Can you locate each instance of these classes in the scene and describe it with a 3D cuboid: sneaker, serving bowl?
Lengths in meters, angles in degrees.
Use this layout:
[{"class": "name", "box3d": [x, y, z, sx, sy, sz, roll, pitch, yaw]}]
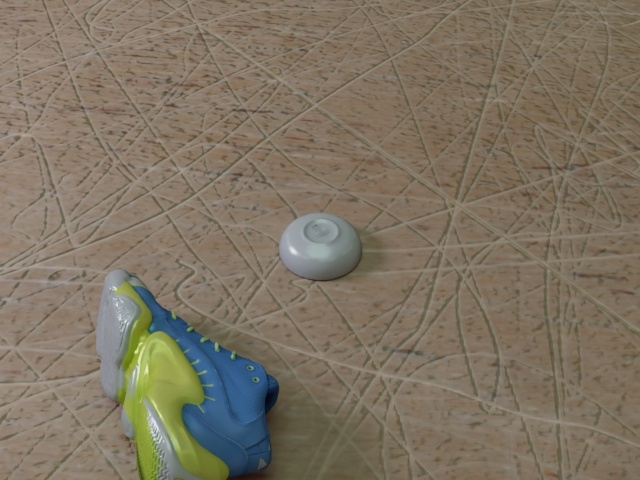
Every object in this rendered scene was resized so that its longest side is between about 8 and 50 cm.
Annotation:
[{"class": "sneaker", "box3d": [-0.112, 0.117, 0.835, 0.126, 0.091, 0.240, 0, 42, -27]}, {"class": "serving bowl", "box3d": [0.000, 0.000, 0.975, 0.083, 0.027, 0.083, 0, 45, 0]}]
